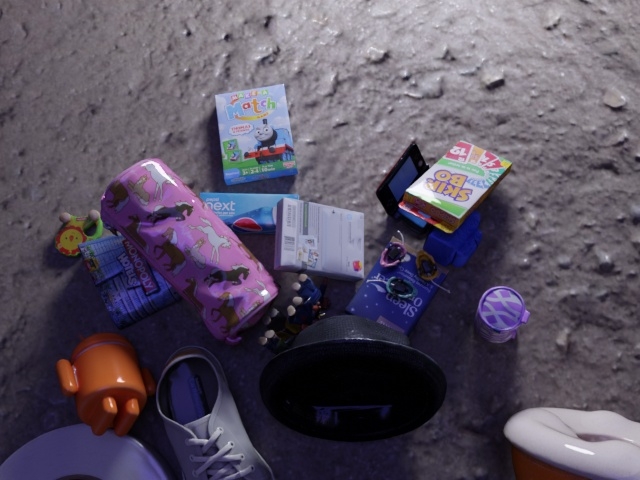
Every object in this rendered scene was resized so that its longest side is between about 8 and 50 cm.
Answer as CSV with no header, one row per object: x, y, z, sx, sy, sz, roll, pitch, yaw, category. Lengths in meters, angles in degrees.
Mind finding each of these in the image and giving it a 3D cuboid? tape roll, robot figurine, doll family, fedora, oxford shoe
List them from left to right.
-0.441,0.537,1.206,0.393,0.072,0.391,-1,73,3,tape roll
-0.402,0.265,1.244,0.158,0.128,0.219,-19,45,-14,robot figurine
-0.192,0.401,1.208,0.169,0.130,0.449,-22,74,-6,oxford shoe
-0.043,0.154,1.294,0.193,0.111,0.076,-46,41,1,doll family
0.058,0.234,1.210,0.335,0.333,0.152,-2,42,2,fedora

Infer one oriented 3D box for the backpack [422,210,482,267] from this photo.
0.276,-0.013,1.336,0.101,0.098,0.120,34,65,8,backpack

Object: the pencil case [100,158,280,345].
-0.251,0.023,1.278,0.386,0.160,0.167,45,103,0,pencil case

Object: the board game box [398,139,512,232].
0.276,-0.114,1.333,0.124,0.039,0.259,30,52,23,board game box

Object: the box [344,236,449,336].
0.146,0.119,1.330,0.137,0.036,0.225,31,77,12,box

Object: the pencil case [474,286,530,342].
0.335,0.142,1.226,0.088,0.206,0.086,14,79,13,pencil case

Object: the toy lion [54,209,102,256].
-0.519,-0.013,1.410,0.100,0.034,0.096,-6,79,1,toy lion

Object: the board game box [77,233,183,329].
-0.373,0.053,1.364,0.194,0.060,0.194,-28,73,-5,board game box

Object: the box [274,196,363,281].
0.000,0.000,1.330,0.186,0.038,0.145,9,70,-24,box

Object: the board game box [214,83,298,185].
-0.144,-0.236,1.458,0.160,0.039,0.211,-9,71,0,board game box

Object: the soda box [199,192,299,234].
-0.148,-0.055,1.384,0.210,0.067,0.071,1,72,4,soda box

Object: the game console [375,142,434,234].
0.203,-0.109,1.378,0.085,0.124,0.144,26,73,38,game console

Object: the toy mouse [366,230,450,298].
0.158,0.063,1.311,0.143,0.031,0.160,-22,71,-6,toy mouse

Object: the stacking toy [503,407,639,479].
0.450,0.539,1.076,0.351,0.350,0.479,9,89,6,stacking toy
